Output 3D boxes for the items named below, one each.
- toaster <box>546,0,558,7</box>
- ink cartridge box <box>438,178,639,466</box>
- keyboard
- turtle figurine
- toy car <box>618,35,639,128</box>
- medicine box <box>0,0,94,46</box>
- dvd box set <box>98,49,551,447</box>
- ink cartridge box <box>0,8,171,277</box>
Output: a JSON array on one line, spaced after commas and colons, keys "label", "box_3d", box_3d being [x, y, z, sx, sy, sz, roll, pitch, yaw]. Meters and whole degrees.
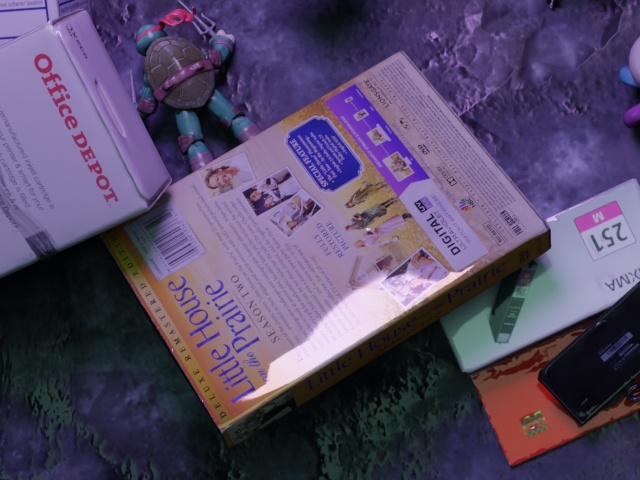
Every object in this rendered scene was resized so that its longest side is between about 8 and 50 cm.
[{"label": "toaster", "box_3d": [0.283, -0.404, 1.747, 0.129, 0.146, 0.227, 13, 81, 12]}, {"label": "ink cartridge box", "box_3d": [0.286, 0.094, 1.695, 0.275, 0.060, 0.239, -25, 75, 3]}, {"label": "keyboard", "box_3d": [0.342, 0.130, 1.664, 0.180, 0.023, 0.108, -43, 92, 7]}, {"label": "turtle figurine", "box_3d": [-0.167, -0.183, 1.795, 0.175, 0.118, 0.234, -33, 82, 1]}, {"label": "toy car", "box_3d": [0.411, -0.158, 1.696, 0.136, 0.159, 0.182, -41, 73, 37]}, {"label": "medicine box", "box_3d": [-0.403, -0.185, 1.755, 0.263, 0.149, 0.289, -3, 105, 8]}, {"label": "dvd box set", "box_3d": [0.000, 0.000, 1.662, 0.420, 0.062, 0.308, -32, 59, -8]}, {"label": "ink cartridge box", "box_3d": [-0.353, -0.087, 1.630, 0.307, 0.129, 0.223, -23, 102, 14]}]
